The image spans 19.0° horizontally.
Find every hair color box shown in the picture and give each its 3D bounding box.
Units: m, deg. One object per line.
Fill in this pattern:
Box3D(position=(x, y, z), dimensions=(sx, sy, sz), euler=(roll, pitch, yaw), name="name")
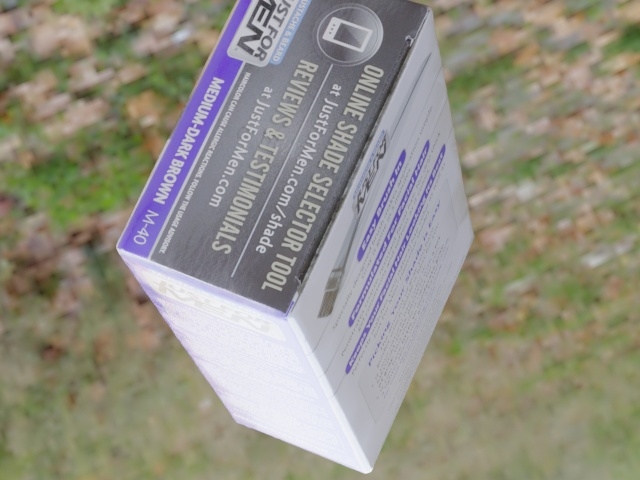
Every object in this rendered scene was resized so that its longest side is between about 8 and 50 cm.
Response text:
Box3D(position=(0.000, 0.000, 1.119), dimensions=(0.339, 0.110, 0.185), euler=(72, 41, -69), name="hair color box")
